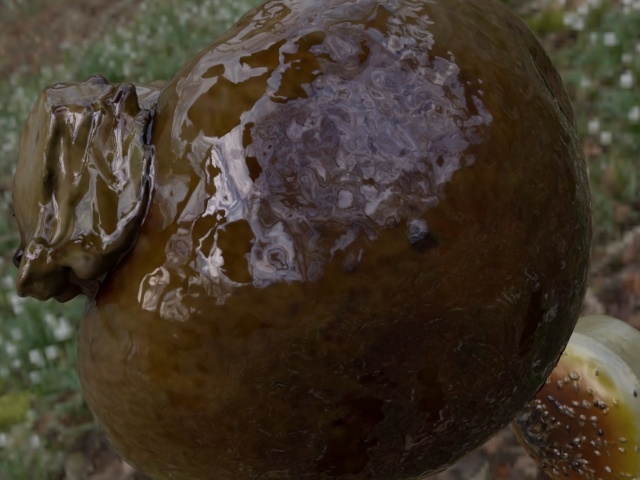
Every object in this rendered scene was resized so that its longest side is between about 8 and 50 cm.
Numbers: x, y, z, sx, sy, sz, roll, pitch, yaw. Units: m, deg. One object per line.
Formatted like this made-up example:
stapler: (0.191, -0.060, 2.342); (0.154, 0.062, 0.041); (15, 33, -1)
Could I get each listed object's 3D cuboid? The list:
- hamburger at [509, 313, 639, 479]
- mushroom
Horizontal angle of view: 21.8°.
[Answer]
hamburger: (0.180, 0.114, 1.138); (0.081, 0.126, 0.141); (-26, 27, -28)
mushroom: (-0.005, 0.004, 0.778); (0.283, 0.263, 0.195); (8, 25, -7)
